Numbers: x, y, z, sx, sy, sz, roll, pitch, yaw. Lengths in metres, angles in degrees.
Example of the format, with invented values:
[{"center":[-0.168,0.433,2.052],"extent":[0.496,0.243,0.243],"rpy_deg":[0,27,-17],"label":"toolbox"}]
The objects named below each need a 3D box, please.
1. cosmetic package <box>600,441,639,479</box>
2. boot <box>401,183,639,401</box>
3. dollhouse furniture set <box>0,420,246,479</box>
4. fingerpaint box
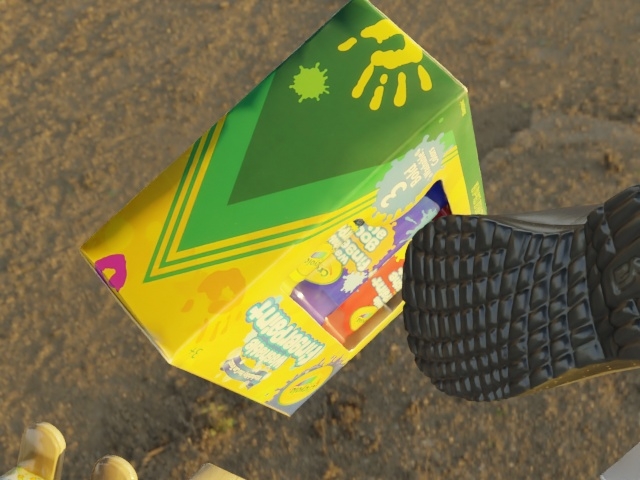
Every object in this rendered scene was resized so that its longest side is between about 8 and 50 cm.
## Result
[{"center":[0.266,0.183,0.487],"extent":[0.099,0.060,0.239],"rpy_deg":[-41,56,0],"label":"cosmetic package"},{"center":[0.211,0.029,0.571],"extent":[0.223,0.118,0.338],"rpy_deg":[-3,-3,-26],"label":"boot"},{"center":[-0.197,0.225,0.725],"extent":[0.242,0.160,0.212],"rpy_deg":[21,21,15],"label":"dollhouse furniture set"},{"center":[0.000,0.000,1.085],"extent":[0.371,0.445,0.163],"rpy_deg":[-42,69,-3],"label":"fingerpaint box"}]
